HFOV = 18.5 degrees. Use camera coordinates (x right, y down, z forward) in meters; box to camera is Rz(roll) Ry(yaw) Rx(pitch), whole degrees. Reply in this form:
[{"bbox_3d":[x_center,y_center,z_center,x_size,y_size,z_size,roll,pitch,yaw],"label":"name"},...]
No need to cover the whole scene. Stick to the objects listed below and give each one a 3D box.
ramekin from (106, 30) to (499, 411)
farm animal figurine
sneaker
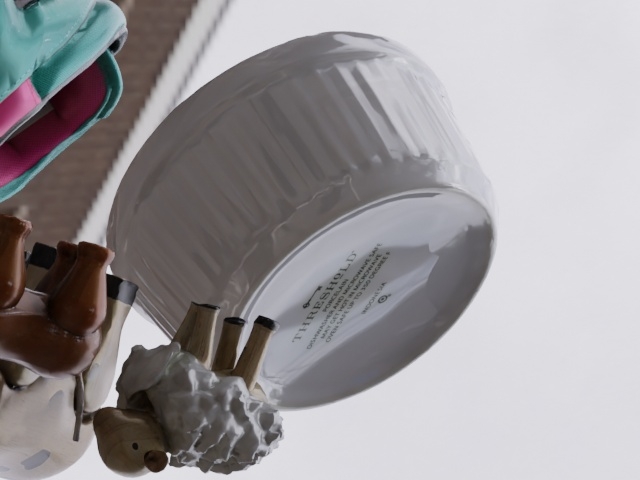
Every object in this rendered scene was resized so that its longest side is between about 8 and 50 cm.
[{"bbox_3d":[0.000,0.000,1.345,0.273,0.273,0.127,-56,-128,27],"label":"ramekin"},{"bbox_3d":[-0.230,0.071,1.109,0.330,0.327,0.172,13,-97,35],"label":"farm animal figurine"},{"bbox_3d":[-0.170,-0.106,0.837,0.124,0.178,0.295,-40,-154,3],"label":"sneaker"}]
